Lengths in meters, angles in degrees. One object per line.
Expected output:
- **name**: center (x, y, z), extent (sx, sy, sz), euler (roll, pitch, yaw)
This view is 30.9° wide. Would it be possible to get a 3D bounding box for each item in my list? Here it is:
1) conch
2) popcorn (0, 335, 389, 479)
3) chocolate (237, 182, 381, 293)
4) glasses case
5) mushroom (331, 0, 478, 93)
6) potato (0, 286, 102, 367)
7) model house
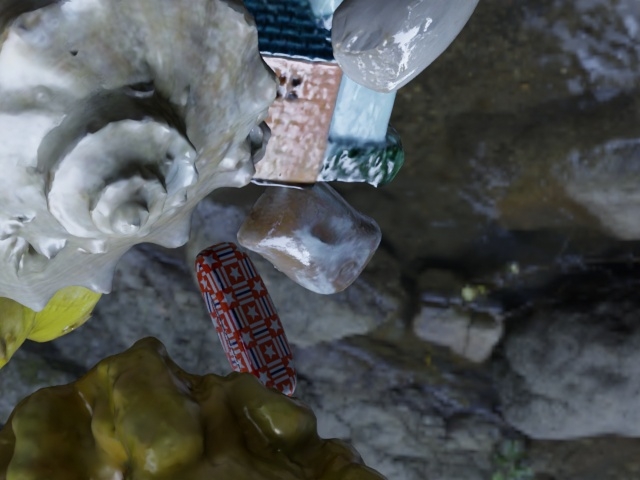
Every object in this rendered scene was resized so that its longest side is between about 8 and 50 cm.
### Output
- **conch**: center (-0.175, -0.065, 0.696), extent (0.297, 0.352, 0.210), euler (-36, 115, -3)
- **popcorn**: center (-0.089, 0.218, 0.816), extent (0.316, 0.281, 0.297), euler (26, 131, 3)
- **chocolate**: center (0.002, -0.001, 1.800), extent (0.080, 0.157, 0.254), euler (35, 179, 44)
- **glasses case**: center (-0.086, 0.096, 1.326), extent (0.049, 0.194, 0.073), euler (-25, 175, 42)
- **mushroom**: center (0.094, -0.221, 0.997), extent (0.212, 0.097, 0.088), euler (-52, 153, 11)
- **potato**: center (-0.478, 0.108, 1.418), extent (0.290, 0.296, 0.397), euler (16, 170, 22)
- **model house**: center (-0.008, -0.210, 1.217), extent (0.253, 0.184, 0.291), euler (7, 127, -19)
